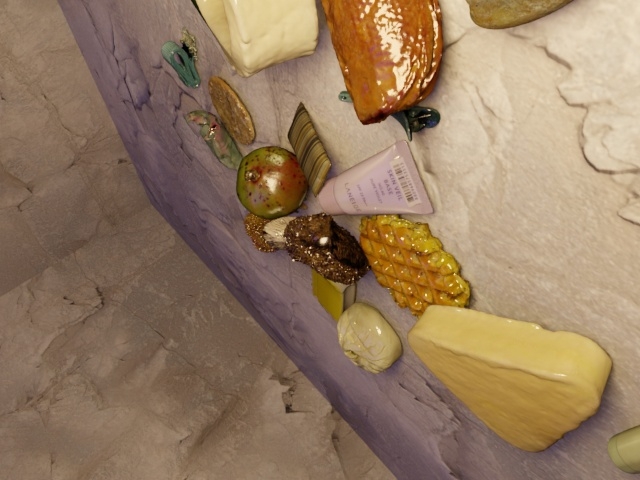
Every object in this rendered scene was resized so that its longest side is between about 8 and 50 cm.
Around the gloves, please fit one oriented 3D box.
[{"bbox_3d":[-0.005,0.005,1.165,0.312,0.135,0.210,27,180,42],"label":"gloves"}]

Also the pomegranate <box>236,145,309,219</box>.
[{"bbox_3d":[-0.115,-0.134,1.290,0.198,0.198,0.246,27,156,47],"label":"pomegranate"}]

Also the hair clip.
[{"bbox_3d":[0.112,-0.238,0.872,0.229,0.070,0.039,40,159,46],"label":"hair clip"}]

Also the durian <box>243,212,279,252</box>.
[{"bbox_3d":[-0.182,-0.029,1.662,0.168,0.137,0.158,19,162,33],"label":"durian"}]

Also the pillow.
[{"bbox_3d":[-0.026,-0.209,1.105,0.204,0.038,0.113,68,150,28],"label":"pillow"}]

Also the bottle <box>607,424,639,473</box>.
[{"bbox_3d":[0.562,0.337,0.799,0.072,0.072,0.202,43,156,23],"label":"bottle"}]

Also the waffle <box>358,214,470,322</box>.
[{"bbox_3d":[0.200,0.061,1.110,0.325,0.068,0.302,45,157,15],"label":"waffle"}]

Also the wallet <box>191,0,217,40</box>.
[{"bbox_3d":[-0.224,-0.532,1.091,0.160,0.055,0.236,5,134,58],"label":"wallet"}]

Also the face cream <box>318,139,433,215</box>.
[{"bbox_3d":[0.110,-0.111,1.025,0.273,0.096,0.154,-8,108,53],"label":"face cream"}]

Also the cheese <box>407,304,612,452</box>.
[{"bbox_3d":[0.346,0.257,0.981,0.383,0.104,0.384,31,151,20],"label":"cheese"}]

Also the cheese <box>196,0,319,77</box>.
[{"bbox_3d":[-0.130,-0.444,0.790,0.332,0.153,0.292,58,168,32],"label":"cheese"}]

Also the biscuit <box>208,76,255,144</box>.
[{"bbox_3d":[-0.262,-0.379,1.414,0.220,0.033,0.220,46,159,23],"label":"biscuit"}]

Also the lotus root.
[{"bbox_3d":[0.228,-0.294,0.504,0.192,0.088,0.113,7,124,60],"label":"lotus root"}]

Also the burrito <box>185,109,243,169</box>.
[{"bbox_3d":[-0.324,-0.320,1.504,0.144,0.089,0.229,40,170,19],"label":"burrito"}]

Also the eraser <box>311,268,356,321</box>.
[{"bbox_3d":[0.039,0.158,1.569,0.158,0.069,0.226,43,155,26],"label":"eraser"}]

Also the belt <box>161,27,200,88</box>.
[{"bbox_3d":[-0.398,-0.530,1.430,0.065,0.100,0.179,46,172,15],"label":"belt"}]

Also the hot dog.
[{"bbox_3d":[0.080,-0.320,0.719,0.196,0.122,0.273,-12,97,66],"label":"hot dog"}]

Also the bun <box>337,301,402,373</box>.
[{"bbox_3d":[0.143,0.314,1.506,0.229,0.145,0.229,46,159,24],"label":"bun"}]
